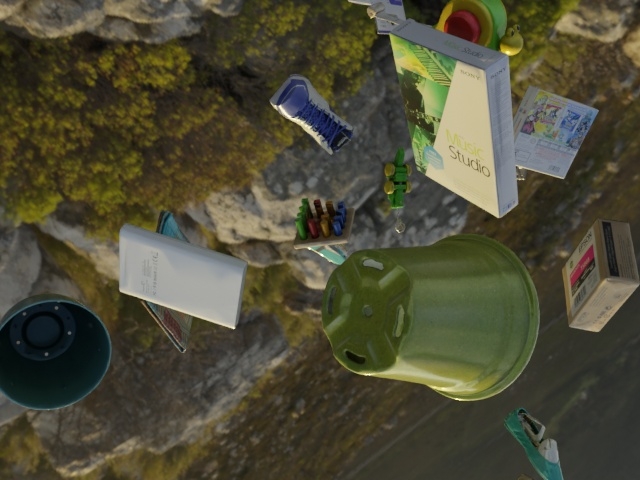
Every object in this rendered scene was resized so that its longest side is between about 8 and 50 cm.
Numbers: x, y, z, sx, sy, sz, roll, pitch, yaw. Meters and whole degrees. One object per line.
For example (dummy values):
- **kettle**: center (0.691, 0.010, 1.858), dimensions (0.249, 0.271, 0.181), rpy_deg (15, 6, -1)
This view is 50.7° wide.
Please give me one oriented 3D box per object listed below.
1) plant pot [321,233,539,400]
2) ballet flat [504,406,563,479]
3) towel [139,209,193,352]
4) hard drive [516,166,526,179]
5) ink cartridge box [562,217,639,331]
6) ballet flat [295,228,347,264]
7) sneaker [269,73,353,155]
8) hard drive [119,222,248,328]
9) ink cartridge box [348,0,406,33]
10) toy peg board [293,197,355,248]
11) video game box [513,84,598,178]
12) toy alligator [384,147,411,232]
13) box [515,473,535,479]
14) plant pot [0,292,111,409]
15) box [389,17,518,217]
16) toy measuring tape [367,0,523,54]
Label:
- **plant pot**: center (0.150, 0.113, 1.043), dimensions (0.254, 0.276, 0.276), rpy_deg (8, 122, -44)
- **ballet flat**: center (0.608, 0.566, 1.894), dimensions (0.083, 0.247, 0.087), rpy_deg (11, 119, -32)
- **towel**: center (-0.447, 0.120, 2.079), dimensions (0.040, 0.370, 0.271), rpy_deg (-13, 134, 13)
- **hard drive**: center (0.443, -0.265, 1.828), dimensions (0.054, 0.254, 0.172), rpy_deg (-55, 152, -38)
- **ink cartridge box**: center (0.707, 0.090, 1.723), dimensions (0.088, 0.193, 0.235), rpy_deg (9, 142, 0)
- **ballet flat**: center (0.000, 0.000, 2.222), dimensions (0.091, 0.077, 0.241), rpy_deg (-25, 138, 28)
- **sneaker**: center (0.003, -0.355, 1.981), dimensions (0.127, 0.182, 0.315), rpy_deg (-50, 152, 7)
- **hard drive**: center (-0.336, 0.088, 1.634), dimensions (0.040, 0.307, 0.203), rpy_deg (-67, 172, -52)
- **ink cartridge box**: center (0.104, -0.635, 1.499), dimensions (0.069, 0.371, 0.175), rpy_deg (-10, -172, 32)
- **toy peg board**: center (0.005, -0.062, 1.932), dimensions (0.160, 0.161, 0.079), rpy_deg (-7, 124, 15)
- **video game box**: center (0.551, -0.260, 1.644), dimensions (0.205, 0.048, 0.187), rpy_deg (10, 115, -28)
- **toy alligator**: center (0.170, -0.115, 1.535), dimensions (0.056, 0.051, 0.190), rpy_deg (-3, 97, -24)
- **box**: center (0.379, 0.500, 1.141), dimensions (0.121, 0.148, 0.311), rpy_deg (-46, 163, -4)
- **plant pot**: center (-0.737, 0.273, 1.823), dimensions (0.293, 0.235, 0.293), rpy_deg (-6, 103, -27)
- **box**: center (0.241, -0.215, 1.209), dimensions (0.058, 0.232, 0.322), rpy_deg (-35, 134, -17)
- **toy measuring tape**: center (0.233, -0.430, 1.270), dimensions (0.121, 0.330, 0.121), rpy_deg (-40, 147, -33)
